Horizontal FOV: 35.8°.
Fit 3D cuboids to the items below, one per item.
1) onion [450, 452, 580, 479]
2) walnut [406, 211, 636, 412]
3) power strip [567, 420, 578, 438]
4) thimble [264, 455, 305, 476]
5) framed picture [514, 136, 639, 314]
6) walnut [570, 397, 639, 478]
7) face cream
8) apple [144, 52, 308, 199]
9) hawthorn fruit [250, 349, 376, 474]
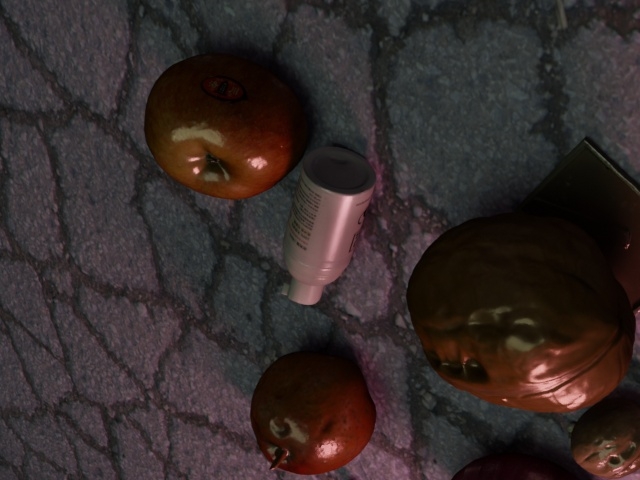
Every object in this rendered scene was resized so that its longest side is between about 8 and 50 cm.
[{"bbox_3d":[0.381,0.600,1.975,0.358,0.345,0.358,-6,81,47],"label":"onion"},{"bbox_3d":[0.329,0.126,1.658,0.398,0.308,0.354,0,129,55],"label":"walnut"},{"bbox_3d":[0.508,0.363,1.897,0.083,0.035,0.055,-22,104,42],"label":"power strip"},{"bbox_3d":[-0.063,0.472,2.350,0.151,0.127,0.118,23,132,21],"label":"thimble"},{"bbox_3d":[0.484,-0.016,1.665,0.281,0.019,0.209,45,136,4],"label":"framed picture"},{"bbox_3d":[0.532,0.361,1.803,0.140,0.140,0.162,42,106,7],"label":"walnut"},{"bbox_3d":[0.000,0.000,1.967,0.145,0.145,0.370,31,135,17],"label":"face cream"},{"bbox_3d":[-0.189,-0.208,1.894,0.309,0.250,0.277,16,127,26],"label":"apple"},{"bbox_3d":[-0.031,0.388,2.146,0.277,0.298,0.277,21,133,24],"label":"hawthorn fruit"}]
